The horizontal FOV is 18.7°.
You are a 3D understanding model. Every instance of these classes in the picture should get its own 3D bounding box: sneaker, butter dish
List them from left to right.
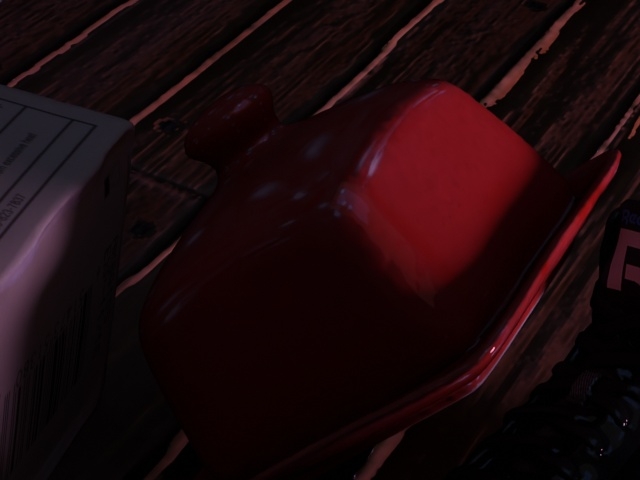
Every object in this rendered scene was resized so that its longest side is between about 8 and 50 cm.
[{"bbox_3d":[0.000,0.000,0.660,0.118,0.160,0.160,53,37,-8],"label":"butter dish"},{"bbox_3d":[0.089,0.050,0.647,0.217,0.121,0.079,-14,17,-41],"label":"sneaker"}]

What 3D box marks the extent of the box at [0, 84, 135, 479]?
[{"bbox_3d":[-0.235,-0.002,0.651,0.311,0.121,0.148,17,33,10],"label":"box"}]
